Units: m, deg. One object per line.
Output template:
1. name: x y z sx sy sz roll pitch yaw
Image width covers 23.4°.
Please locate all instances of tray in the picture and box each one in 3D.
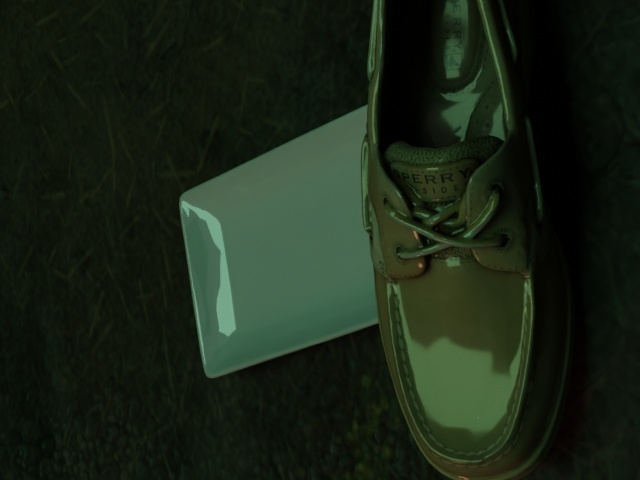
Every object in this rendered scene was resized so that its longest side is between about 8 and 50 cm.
1. tray: 0.000 0.000 1.074 0.270 0.030 0.145 -22 72 45

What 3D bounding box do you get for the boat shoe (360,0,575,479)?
1. boat shoe: 0.073 -0.026 0.910 0.121 0.110 0.341 -9 80 20
